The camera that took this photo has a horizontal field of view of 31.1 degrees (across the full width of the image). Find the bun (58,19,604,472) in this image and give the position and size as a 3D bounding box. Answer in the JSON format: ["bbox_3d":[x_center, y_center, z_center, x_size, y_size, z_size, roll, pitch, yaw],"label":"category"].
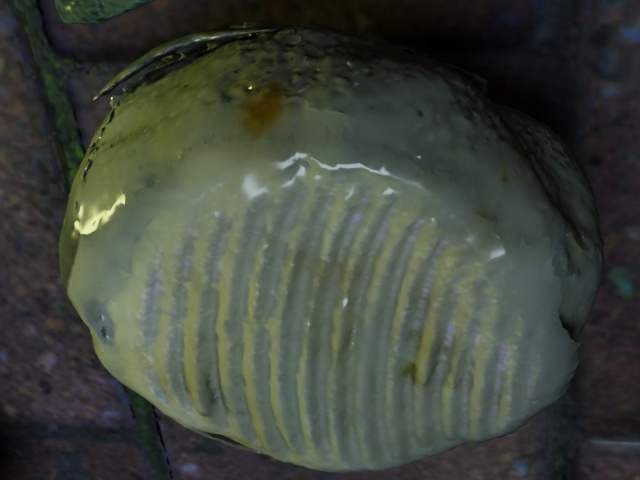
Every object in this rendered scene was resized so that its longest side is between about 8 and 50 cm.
[{"bbox_3d":[0.000,0.000,0.523,0.239,0.141,0.239,5,132,6],"label":"bun"}]

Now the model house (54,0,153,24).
[{"bbox_3d":[-0.092,-0.133,0.492,0.079,0.066,0.083,-5,125,18],"label":"model house"}]
